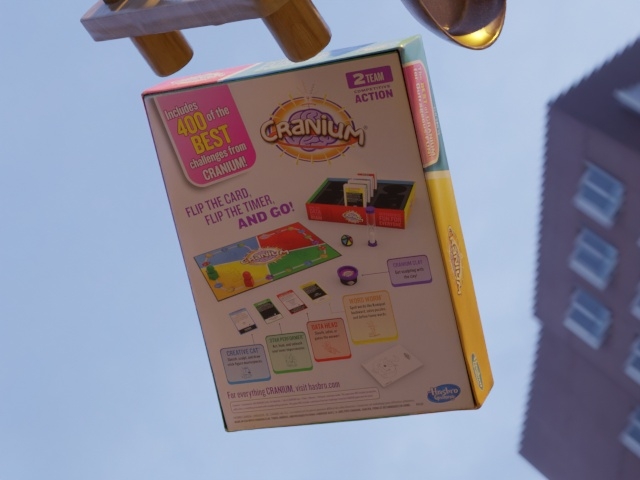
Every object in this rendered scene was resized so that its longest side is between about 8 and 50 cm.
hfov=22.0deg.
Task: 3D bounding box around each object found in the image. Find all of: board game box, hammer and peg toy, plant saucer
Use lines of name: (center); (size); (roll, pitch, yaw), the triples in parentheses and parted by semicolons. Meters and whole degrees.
board game box: (0.000, 0.000, 1.417); (0.064, 0.242, 0.316); (-42, -58, -64)
hammer and peg toy: (0.002, -0.276, 1.236); (0.361, 0.266, 0.127); (-47, -64, -24)
plant saucer: (0.104, -0.264, 1.507); (0.198, 0.036, 0.198); (27, -125, -48)
